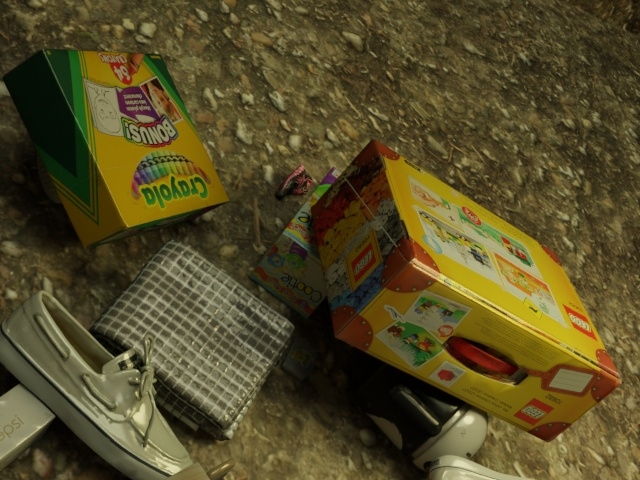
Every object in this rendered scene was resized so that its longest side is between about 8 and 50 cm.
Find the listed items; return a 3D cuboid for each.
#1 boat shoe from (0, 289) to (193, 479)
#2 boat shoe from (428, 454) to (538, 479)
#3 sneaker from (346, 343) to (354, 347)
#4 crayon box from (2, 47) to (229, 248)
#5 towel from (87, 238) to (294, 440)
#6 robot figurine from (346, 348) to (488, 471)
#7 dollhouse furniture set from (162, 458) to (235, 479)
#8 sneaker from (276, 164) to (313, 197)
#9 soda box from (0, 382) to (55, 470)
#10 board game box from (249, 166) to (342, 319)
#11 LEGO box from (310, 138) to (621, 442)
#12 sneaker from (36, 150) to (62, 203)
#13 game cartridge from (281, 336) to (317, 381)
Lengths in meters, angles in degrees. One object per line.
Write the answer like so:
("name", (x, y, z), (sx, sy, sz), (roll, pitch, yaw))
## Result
("boat shoe", (-0.296, 0.207, 1.369), (0.367, 0.156, 0.136), (43, 5, 0))
("boat shoe", (0.302, 0.449, 1.592), (0.258, 0.095, 0.084), (17, 41, -8))
("sneaker", (0.062, 0.130, 1.824), (0.061, 0.065, 0.158), (15, 81, -50))
("crayon box", (-0.339, -0.169, 1.633), (0.313, 0.106, 0.363), (63, 23, 1))
("towel", (-0.204, 0.160, 1.521), (0.283, 0.121, 0.235), (36, 51, -2))
("robot figurine", (0.172, 0.289, 1.686), (0.278, 0.173, 0.209), (46, 42, 10))
("dollhouse furniture set", (-0.135, 0.471, 1.239), (0.286, 0.198, 0.303), (-20, 66, -47))
("sneaker", (-0.051, -0.118, 2.015), (0.057, 0.047, 0.119), (49, 39, -6))
("soda box", (-0.466, 0.287, 1.261), (0.074, 0.069, 0.216), (43, 39, 6))
("board game box", (0.000, 0.000, 1.855), (0.144, 0.142, 0.275), (37, 38, -2))
("LEGO box", (0.252, 0.090, 1.682), (0.500, 0.193, 0.372), (29, 28, -26))
("sneaker", (-0.441, -0.213, 1.724), (0.150, 0.135, 0.366), (6, 49, -30))
("game cartridge", (-0.036, 0.218, 1.714), (0.056, 0.017, 0.083), (37, 38, -9))
